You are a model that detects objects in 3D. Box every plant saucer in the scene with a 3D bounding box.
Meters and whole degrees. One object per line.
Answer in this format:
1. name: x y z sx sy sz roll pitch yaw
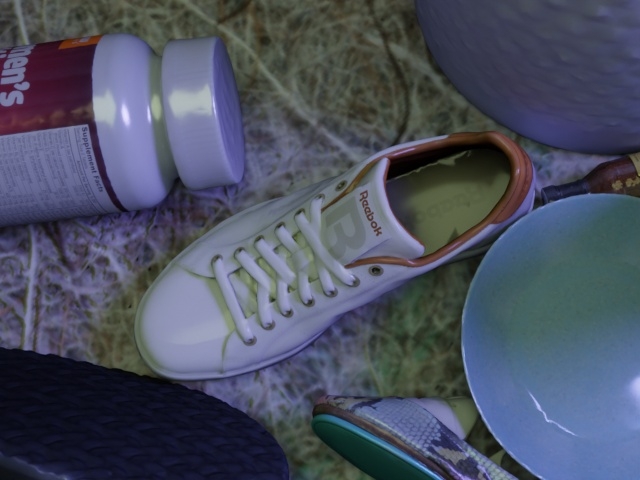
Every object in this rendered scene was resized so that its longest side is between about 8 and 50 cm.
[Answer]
1. plant saucer: 0.181 0.068 0.707 0.195 0.037 0.195 1 79 -5

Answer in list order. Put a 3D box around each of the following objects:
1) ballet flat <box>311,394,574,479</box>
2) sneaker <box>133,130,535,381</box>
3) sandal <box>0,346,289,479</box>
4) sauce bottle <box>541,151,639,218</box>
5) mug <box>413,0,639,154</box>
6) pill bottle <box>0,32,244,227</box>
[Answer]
1. ballet flat: 0.100 0.149 0.700 0.221 0.077 0.079 34 66 8
2. sneaker: 0.000 0.000 0.714 0.290 0.123 0.106 -27 77 2
3. sandal: -0.232 0.140 0.715 0.445 0.167 0.107 7 106 14
4. sauce bottle: 0.212 -0.039 0.736 0.128 0.042 0.042 -12 76 5
5. mug: 0.226 -0.209 0.623 0.374 0.328 0.276 19 81 11
6. pill bottle: -0.169 -0.075 0.753 0.221 0.121 0.121 -7 77 6
